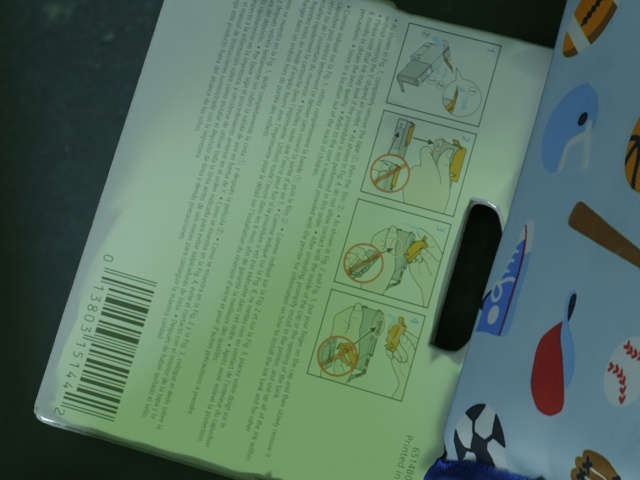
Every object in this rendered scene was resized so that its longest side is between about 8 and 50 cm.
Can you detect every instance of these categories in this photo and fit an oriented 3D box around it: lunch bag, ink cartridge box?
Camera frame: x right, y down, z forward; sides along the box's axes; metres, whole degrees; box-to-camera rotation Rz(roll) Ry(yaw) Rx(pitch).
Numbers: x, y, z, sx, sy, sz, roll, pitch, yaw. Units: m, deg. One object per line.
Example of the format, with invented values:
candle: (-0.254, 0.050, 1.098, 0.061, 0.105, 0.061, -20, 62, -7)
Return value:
lunch bag: (0.288, 0.035, 0.593, 0.385, 0.239, 0.328, 20, 81, -19)
ink cartridge box: (0.000, 0.000, 0.694, 0.261, 0.066, 0.296, 16, 83, 3)
